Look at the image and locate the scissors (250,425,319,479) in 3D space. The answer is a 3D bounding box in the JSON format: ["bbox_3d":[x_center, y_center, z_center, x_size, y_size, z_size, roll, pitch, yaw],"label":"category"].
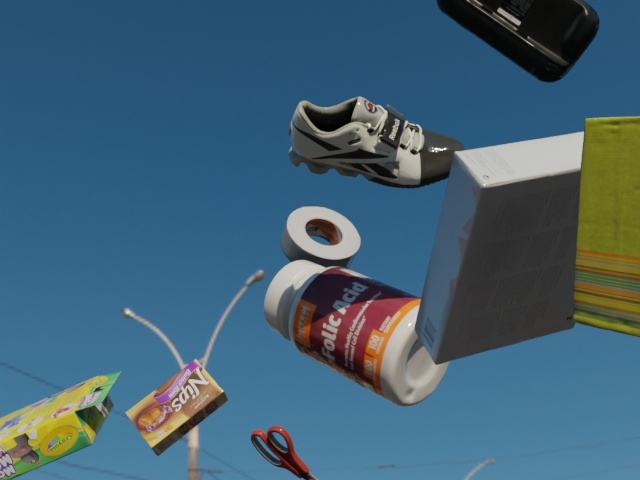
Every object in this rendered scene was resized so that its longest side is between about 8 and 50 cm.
[{"bbox_3d":[-0.035,0.523,1.589,0.297,0.021,0.109,48,-54,-4],"label":"scissors"}]

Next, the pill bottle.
[{"bbox_3d":[0.073,0.185,1.565,0.392,0.224,0.224,20,-17,40],"label":"pill bottle"}]

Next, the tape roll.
[{"bbox_3d":[0.000,0.000,2.034,0.219,0.219,0.072,8,-48,-17],"label":"tape roll"}]

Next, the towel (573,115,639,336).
[{"bbox_3d":[0.330,-0.016,0.783,0.021,0.237,0.102,-6,10,-36],"label":"towel"}]

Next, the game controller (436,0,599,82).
[{"bbox_3d":[0.389,-0.460,1.431,0.166,0.319,0.067,-55,-13,19],"label":"game controller"}]

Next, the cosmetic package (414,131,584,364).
[{"bbox_3d":[0.321,0.016,1.149,0.285,0.097,0.377,-9,-48,-17],"label":"cosmetic package"}]

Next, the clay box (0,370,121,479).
[{"bbox_3d":[-0.353,0.240,0.890,0.222,0.127,0.053,-22,-80,0],"label":"clay box"}]

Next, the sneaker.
[{"bbox_3d":[0.104,-0.187,1.301,0.331,0.122,0.146,4,-38,2],"label":"sneaker"}]

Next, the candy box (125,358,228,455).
[{"bbox_3d":[-0.305,0.355,1.531,0.187,0.109,0.053,-37,-33,-18],"label":"candy box"}]
